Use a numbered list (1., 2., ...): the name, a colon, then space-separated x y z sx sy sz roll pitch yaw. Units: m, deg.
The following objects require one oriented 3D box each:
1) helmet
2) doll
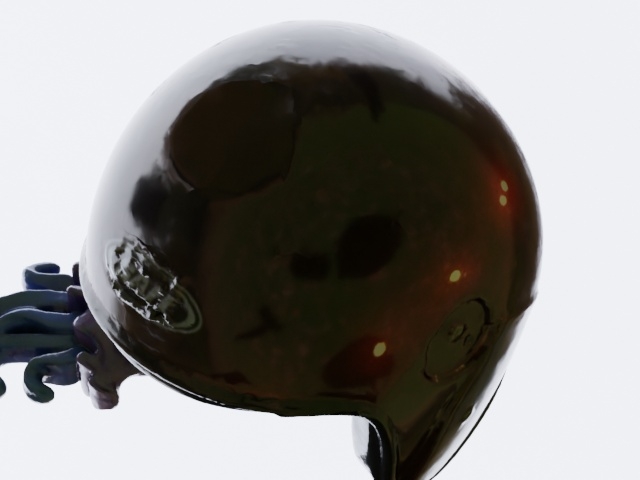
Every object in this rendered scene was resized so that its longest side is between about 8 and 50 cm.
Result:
1. helmet: 0.000 0.000 0.613 0.216 0.189 0.193 -17 -47 -45
2. doll: -0.166 0.056 0.864 0.206 0.110 0.067 -2 -35 -6
